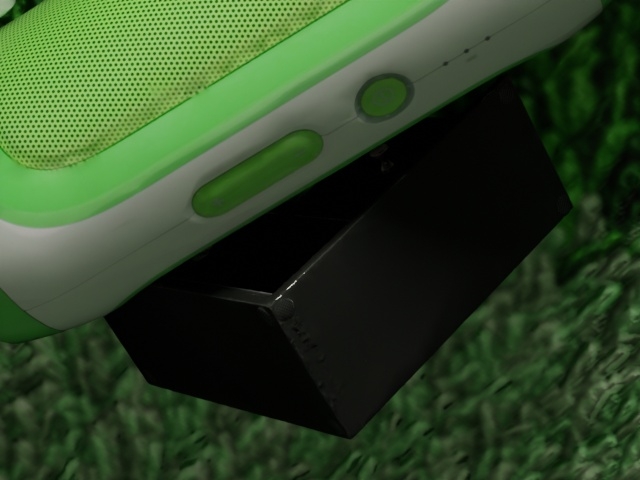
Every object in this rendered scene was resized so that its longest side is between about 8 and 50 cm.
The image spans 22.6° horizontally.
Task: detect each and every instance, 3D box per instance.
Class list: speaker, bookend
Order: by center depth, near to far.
[{"bbox_3d":[-0.026,-0.078,0.639,0.296,0.131,0.131,-31,114,8],"label":"speaker"},{"bbox_3d":[0.000,0.000,0.717,0.157,0.156,0.072,-43,118,-26],"label":"bookend"}]

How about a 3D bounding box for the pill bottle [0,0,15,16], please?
[{"bbox_3d":[-0.174,-0.159,0.637,0.086,0.086,0.152,-9,118,6],"label":"pill bottle"}]
